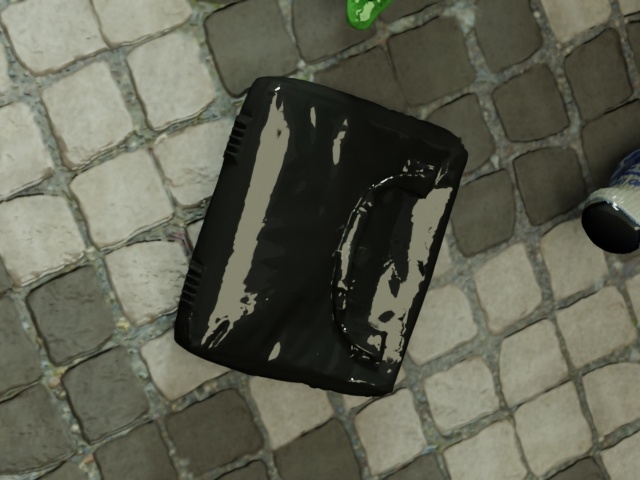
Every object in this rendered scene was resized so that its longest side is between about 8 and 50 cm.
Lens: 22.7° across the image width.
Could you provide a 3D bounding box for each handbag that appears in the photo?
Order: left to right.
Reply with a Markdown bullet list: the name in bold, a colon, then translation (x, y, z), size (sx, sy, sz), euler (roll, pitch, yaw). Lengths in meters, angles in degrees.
- **handbag**: translation (0.000, 0.000, 1.493), size (0.244, 0.088, 0.275), euler (16, 91, -26)

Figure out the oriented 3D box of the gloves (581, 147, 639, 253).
- **gloves**: translation (0.357, -0.059, 1.604), size (0.229, 0.119, 0.097), euler (-21, 96, -35)

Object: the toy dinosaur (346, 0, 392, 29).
- **toy dinosaur**: translation (0.153, -0.464, 1.451), size (0.144, 0.374, 0.500), euler (22, 52, -6)
